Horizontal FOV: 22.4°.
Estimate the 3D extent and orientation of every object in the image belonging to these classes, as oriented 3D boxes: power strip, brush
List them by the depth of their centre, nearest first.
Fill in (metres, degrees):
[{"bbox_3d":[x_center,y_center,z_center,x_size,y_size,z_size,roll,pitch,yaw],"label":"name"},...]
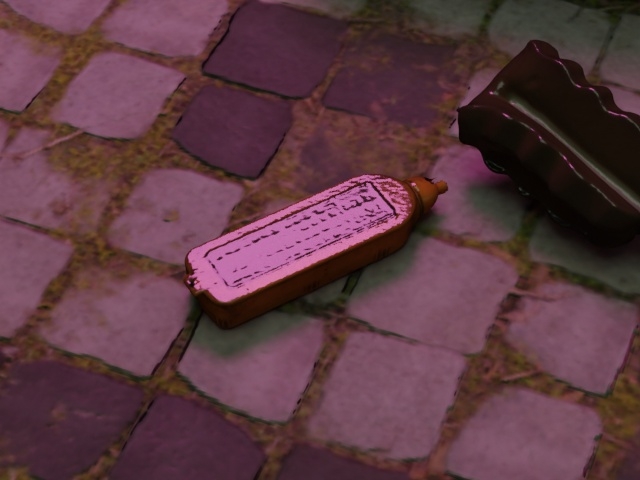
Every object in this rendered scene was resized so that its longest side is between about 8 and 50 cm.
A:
[{"bbox_3d":[0.207,-0.001,0.952,0.084,0.071,0.301,-41,68,-12],"label":"brush"},{"bbox_3d":[0.000,0.000,0.964,0.178,0.028,0.049,-25,53,-20],"label":"power strip"}]
